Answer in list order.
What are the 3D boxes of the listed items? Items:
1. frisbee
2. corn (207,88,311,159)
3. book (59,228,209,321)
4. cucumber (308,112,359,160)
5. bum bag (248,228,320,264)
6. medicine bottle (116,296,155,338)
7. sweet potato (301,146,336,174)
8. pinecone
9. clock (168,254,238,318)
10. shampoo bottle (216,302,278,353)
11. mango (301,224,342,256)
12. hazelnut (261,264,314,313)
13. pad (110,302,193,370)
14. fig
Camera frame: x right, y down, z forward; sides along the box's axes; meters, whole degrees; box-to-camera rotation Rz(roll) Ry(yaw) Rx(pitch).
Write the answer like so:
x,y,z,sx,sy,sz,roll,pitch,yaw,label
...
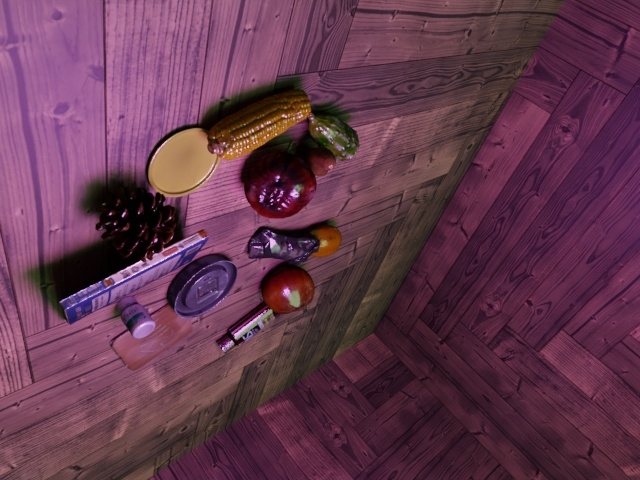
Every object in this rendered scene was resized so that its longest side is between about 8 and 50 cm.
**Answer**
x,y,z,sx,sy,sz,roll,pitch,yaw,label
-0.380,-0.220,1.380,0.236,0.017,0.236,-34,153,-21,frisbee
-0.172,-0.337,1.403,0.363,0.120,0.120,-35,153,-32,corn
-0.548,0.111,1.447,0.428,0.039,0.300,-30,178,-30,book
0.028,-0.371,1.666,0.134,0.134,0.244,-50,146,10,cucumber
-0.149,0.030,1.987,0.340,0.095,0.144,9,126,-43,bum bag
-0.609,0.251,1.601,0.080,0.130,0.080,-36,154,-20,medicine bottle
-0.014,-0.273,1.716,0.092,0.114,0.341,-60,-175,-1,sweet potato
-0.489,-0.049,1.278,0.207,0.208,0.208,-35,153,-21,pinecone
-0.435,0.170,1.815,0.280,0.055,0.281,-37,152,-24,clock
-0.337,0.405,2.296,0.323,0.084,0.129,-36,150,-17,shampoo bottle
0.000,0.005,2.171,0.221,0.120,0.152,-10,130,-40,mango
-0.135,0.218,2.184,0.251,0.217,0.217,-13,140,-48,hazelnut
-0.632,0.366,1.866,0.286,0.018,0.284,-33,152,-23,pad
-0.122,-0.185,1.607,0.263,0.224,0.224,-12,139,-50,fig
